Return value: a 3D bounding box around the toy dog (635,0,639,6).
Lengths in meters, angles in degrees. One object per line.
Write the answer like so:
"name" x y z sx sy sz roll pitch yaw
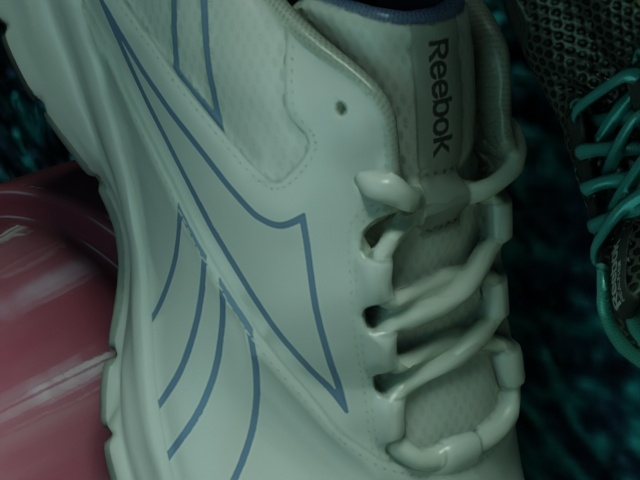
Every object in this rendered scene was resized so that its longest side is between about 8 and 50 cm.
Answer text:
"toy dog" 0.038 -0.134 0.357 0.334 0.220 0.161 55 166 23

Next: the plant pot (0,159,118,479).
"plant pot" -0.111 0.088 0.565 0.201 0.180 0.201 17 116 38

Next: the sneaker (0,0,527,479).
"sneaker" 0.000 0.000 0.469 0.129 0.111 0.297 -18 94 51

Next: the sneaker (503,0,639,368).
"sneaker" 0.089 -0.008 0.411 0.166 0.076 0.065 57 134 11
